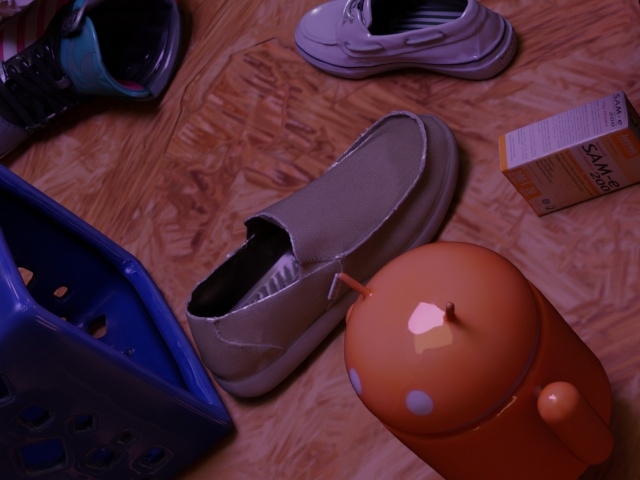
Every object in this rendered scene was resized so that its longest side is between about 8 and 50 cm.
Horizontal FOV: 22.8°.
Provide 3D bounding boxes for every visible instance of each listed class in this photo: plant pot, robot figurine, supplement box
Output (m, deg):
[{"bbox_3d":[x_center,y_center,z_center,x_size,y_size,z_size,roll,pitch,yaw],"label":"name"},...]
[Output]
[{"bbox_3d":[-0.246,0.100,1.226,0.212,0.236,0.236,-44,43,9],"label":"plant pot"},{"bbox_3d":[0.096,0.083,0.977,0.128,0.219,0.158,-29,46,16],"label":"robot figurine"},{"bbox_3d":[0.185,-0.061,1.135,0.098,0.062,0.036,-20,48,26],"label":"supplement box"}]

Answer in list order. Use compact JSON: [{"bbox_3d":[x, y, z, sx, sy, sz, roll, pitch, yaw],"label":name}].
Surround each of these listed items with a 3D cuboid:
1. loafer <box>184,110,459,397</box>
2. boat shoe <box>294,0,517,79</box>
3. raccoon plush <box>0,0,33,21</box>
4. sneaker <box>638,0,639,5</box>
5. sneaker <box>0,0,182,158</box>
[{"bbox_3d":[0.000,0.000,1.208,0.268,0.092,0.102,-50,43,-6],"label":"loafer"},{"bbox_3d":[0.058,-0.186,1.317,0.226,0.076,0.083,6,62,40],"label":"boat shoe"},{"bbox_3d":[-0.388,-0.378,1.574,0.216,0.299,0.446,-45,21,-20],"label":"raccoon plush"},{"bbox_3d":[0.332,-0.149,1.045,0.300,0.121,0.111,8,65,41],"label":"sneaker"},{"bbox_3d":[-0.240,-0.159,1.501,0.295,0.124,0.178,-47,33,-4],"label":"sneaker"}]
